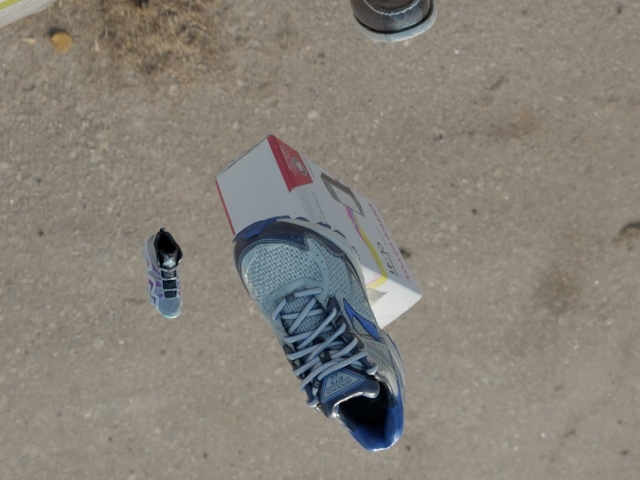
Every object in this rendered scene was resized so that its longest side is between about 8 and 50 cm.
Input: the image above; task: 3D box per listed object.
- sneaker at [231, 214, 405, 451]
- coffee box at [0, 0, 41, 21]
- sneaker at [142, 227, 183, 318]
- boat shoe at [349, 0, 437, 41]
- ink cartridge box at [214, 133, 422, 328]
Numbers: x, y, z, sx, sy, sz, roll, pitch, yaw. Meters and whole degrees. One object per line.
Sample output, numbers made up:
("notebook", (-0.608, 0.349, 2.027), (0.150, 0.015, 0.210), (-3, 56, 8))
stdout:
("sneaker", (0.007, 0.046, 0.365), (0.052, 0.058, 0.135), (-28, 124, 13))
("coffee box", (-0.490, -0.430, 1.002), (0.334, 0.338, 0.337), (-10, 116, 45))
("sneaker", (-0.169, 0.034, 0.891), (0.038, 0.098, 0.069), (-13, 168, -29))
("boat shoe", (0.090, -0.391, 1.171), (0.117, 0.324, 0.096), (-15, 129, 5))
("ink cartridge box", (0.000, 0.000, 1.274), (0.131, 0.226, 0.306), (-38, 144, 20))
